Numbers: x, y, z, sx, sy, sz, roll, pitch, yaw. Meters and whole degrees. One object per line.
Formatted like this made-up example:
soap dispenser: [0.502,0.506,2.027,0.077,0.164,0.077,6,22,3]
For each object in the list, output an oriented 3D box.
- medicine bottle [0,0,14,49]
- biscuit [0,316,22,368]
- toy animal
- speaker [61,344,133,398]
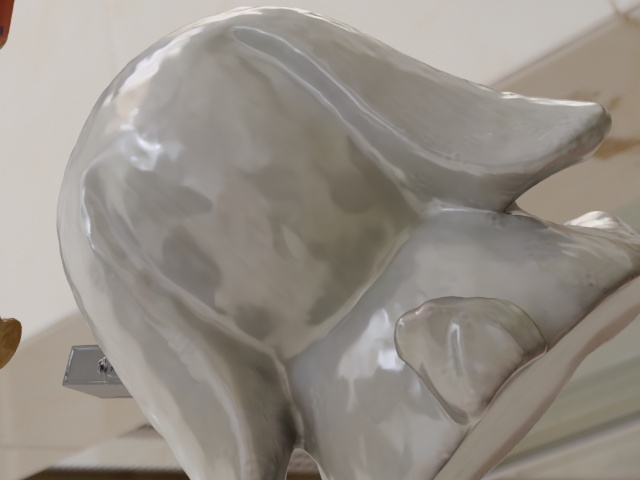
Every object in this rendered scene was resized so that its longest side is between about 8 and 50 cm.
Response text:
medicine bottle: [-0.348,-0.217,1.538,0.149,0.112,0.222,7,-86,-49]
biscuit: [-0.351,0.056,1.410,0.250,0.035,0.162,14,-99,-31]
toy animal: [0.000,0.000,0.858,0.265,0.271,0.206,43,-176,15]
speaker: [-0.158,0.112,1.528,0.046,0.191,0.040,20,-105,-32]
